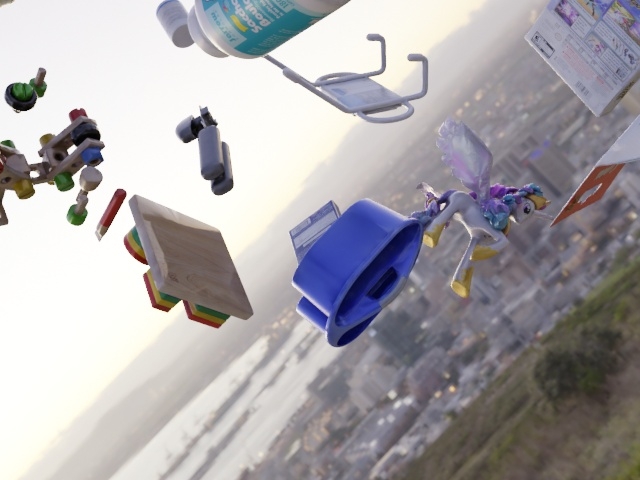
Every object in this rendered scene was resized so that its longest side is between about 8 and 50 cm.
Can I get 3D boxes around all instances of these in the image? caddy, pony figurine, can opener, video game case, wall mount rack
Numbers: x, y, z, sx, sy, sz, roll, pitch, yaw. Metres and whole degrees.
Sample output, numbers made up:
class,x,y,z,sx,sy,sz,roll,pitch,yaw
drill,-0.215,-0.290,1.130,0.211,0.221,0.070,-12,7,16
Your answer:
class,x,y,z,sx,sy,sz,roll,pitch,yaw
caddy,0.095,0.075,2.120,0.341,0.179,0.241,-47,-26,-24
pony figurine,0.354,-0.077,2.393,0.363,0.351,0.303,-39,-24,-31
can opener,-0.225,-0.170,1.872,0.095,0.076,0.283,-26,33,8
video game case,0.621,-0.458,2.201,0.061,0.269,0.244,-23,-22,-36
wall mount rack,0.036,-0.334,1.973,0.304,0.130,0.350,-13,27,-18

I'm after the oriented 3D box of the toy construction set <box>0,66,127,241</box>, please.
class,x,y,z,sx,sy,sz,roll,pitch,yaw
toy construction set,-0.517,-0.103,1.791,0.257,0.309,0.237,-44,-7,-47

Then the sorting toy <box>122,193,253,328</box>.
class,x,y,z,sx,sy,sz,roll,pitch,yaw
sorting toy,-0.293,0.056,2.057,0.089,0.255,0.257,-42,-40,21

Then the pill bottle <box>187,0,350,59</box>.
class,x,y,z,sx,sy,sz,roll,pitch,yaw
pill bottle,-0.075,-0.339,1.332,0.264,0.146,0.146,-21,20,49

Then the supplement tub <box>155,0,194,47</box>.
class,x,y,z,sx,sy,sz,roll,pitch,yaw
supplement tub,-0.327,-0.497,2.229,0.071,0.107,0.071,-20,-37,-16

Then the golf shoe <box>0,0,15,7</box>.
class,x,y,z,sx,sy,sz,roll,pitch,yaw
golf shoe,-0.598,-0.469,1.688,0.140,0.115,0.306,-43,-8,-4

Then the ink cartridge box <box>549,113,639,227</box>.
class,x,y,z,sx,sy,sz,roll,pitch,yaw
ink cartridge box,0.580,-0.164,1.657,0.308,0.091,0.385,-21,-30,-56

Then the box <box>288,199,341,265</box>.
class,x,y,z,sx,sy,sz,roll,pitch,yaw
box,0.000,0.000,2.286,0.136,0.036,0.225,-36,26,9
